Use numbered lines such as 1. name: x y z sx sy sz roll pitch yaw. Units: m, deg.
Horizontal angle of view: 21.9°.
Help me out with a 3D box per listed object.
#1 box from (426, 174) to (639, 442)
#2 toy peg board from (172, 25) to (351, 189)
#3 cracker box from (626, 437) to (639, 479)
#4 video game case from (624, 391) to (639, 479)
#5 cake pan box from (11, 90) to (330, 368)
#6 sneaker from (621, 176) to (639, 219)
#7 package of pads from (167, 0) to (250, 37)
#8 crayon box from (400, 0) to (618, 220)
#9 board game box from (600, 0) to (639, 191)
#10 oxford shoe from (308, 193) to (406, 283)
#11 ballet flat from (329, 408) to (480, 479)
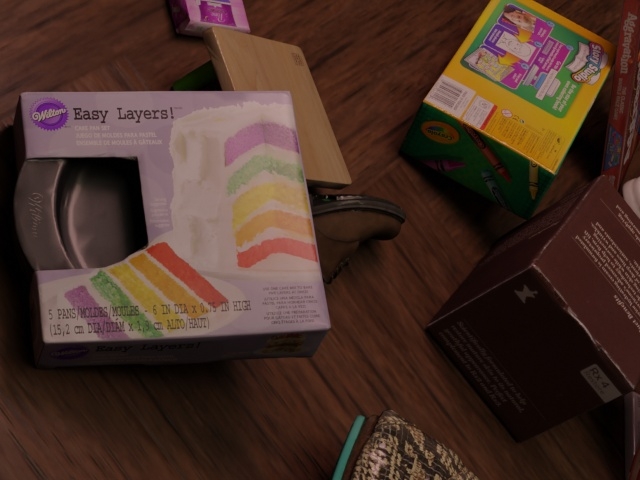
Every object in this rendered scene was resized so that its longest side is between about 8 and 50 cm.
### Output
1. box: 0.257 0.071 1.750 0.168 0.167 0.203 51 43 -5
2. toy peg board: -0.066 -0.117 1.659 0.161 0.079 0.161 4 63 -58
3. cracker box: 0.425 0.158 1.786 0.067 0.232 0.156 29 28 35
4. video game case: 0.399 0.265 1.868 0.143 0.019 0.157 28 49 -27
5. cake pan box: -0.140 -0.014 1.463 0.267 0.070 0.245 -1 64 -17
6. sneaker: 0.521 -0.039 2.065 0.305 0.152 0.114 8 58 -40
7. package of pads: -0.114 -0.234 1.703 0.083 0.032 0.050 3 63 -41
8. crayon box: 0.222 -0.163 1.884 0.165 0.081 0.278 29 44 5
9. board game box: 0.376 -0.205 1.978 0.027 0.281 0.145 15 42 17
10. oxford shoe: 0.000 0.000 1.645 0.227 0.083 0.096 -5 91 -45
11. ballet flat: 0.022 0.328 1.370 0.182 0.164 0.483 26 41 10
